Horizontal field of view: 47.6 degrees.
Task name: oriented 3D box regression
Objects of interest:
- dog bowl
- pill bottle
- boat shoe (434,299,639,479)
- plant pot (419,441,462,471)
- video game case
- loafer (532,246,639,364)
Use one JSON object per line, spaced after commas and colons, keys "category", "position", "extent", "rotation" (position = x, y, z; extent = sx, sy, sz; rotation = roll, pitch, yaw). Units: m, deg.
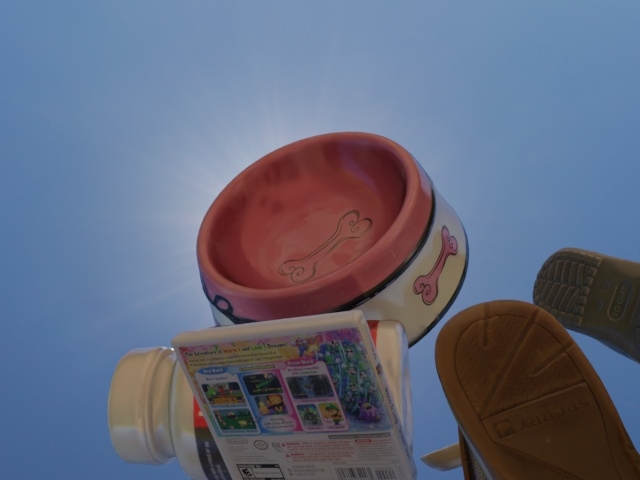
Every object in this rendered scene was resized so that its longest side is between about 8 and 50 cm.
{"category": "dog bowl", "position": [0.000, 0.000, 1.063], "extent": [0.407, 0.150, 0.408], "rotation": [-16, -140, 14]}
{"category": "pill bottle", "position": [-0.060, 0.181, 0.808], "extent": [0.318, 0.176, 0.176], "rotation": [-4, -140, 10]}
{"category": "boat shoe", "position": [0.156, 0.202, 0.432], "extent": [0.123, 0.123, 0.342], "rotation": [-16, -128, -6]}
{"category": "plant pot", "position": [0.255, 0.281, 1.028], "extent": [0.236, 0.236, 0.032], "rotation": [-13, -110, -24]}
{"category": "video game case", "position": [-0.020, 0.124, 0.542], "extent": [0.157, 0.143, 0.019], "rotation": [-10, -159, 26]}
{"category": "loafer", "position": [0.283, 0.067, 0.574], "extent": [0.087, 0.094, 0.251], "rotation": [20, -173, -30]}
